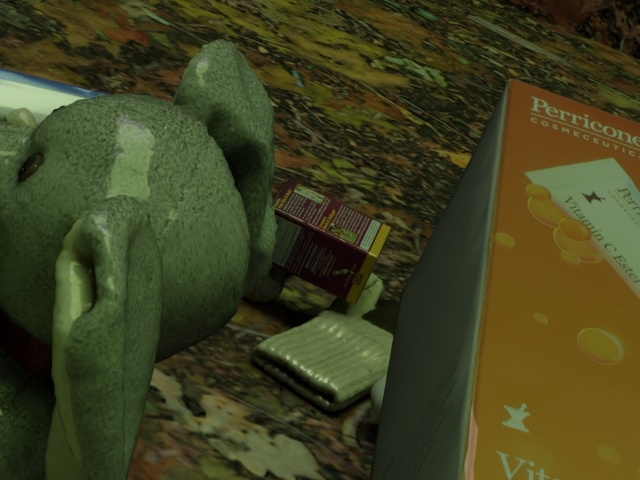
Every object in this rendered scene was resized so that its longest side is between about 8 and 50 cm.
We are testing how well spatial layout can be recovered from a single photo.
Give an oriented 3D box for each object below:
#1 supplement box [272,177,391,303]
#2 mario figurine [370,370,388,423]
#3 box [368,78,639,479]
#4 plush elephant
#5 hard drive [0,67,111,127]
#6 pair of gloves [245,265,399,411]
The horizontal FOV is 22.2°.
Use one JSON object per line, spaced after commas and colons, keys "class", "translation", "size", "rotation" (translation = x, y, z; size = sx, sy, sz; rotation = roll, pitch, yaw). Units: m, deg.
{"class": "supplement box", "translation": [0.000, 0.000, 1.126], "size": [0.083, 0.043, 0.055], "rotation": [26, 28, 2]}
{"class": "mario figurine", "translation": [0.158, 0.132, 1.031], "size": [0.320, 0.170, 0.198], "rotation": [-29, 91, -53]}
{"class": "box", "translation": [0.144, 0.113, 0.766], "size": [0.215, 0.168, 0.345], "rotation": [19, 40, -5]}
{"class": "plush elephant", "translation": [-0.141, 0.028, 0.699], "size": [0.330, 0.255, 0.272], "rotation": [23, 20, -2]}
{"class": "hard drive", "translation": [-0.241, -0.035, 0.855], "size": [0.319, 0.210, 0.040], "rotation": [12, 59, -30]}
{"class": "pair of gloves", "translation": [-0.016, 0.031, 1.152], "size": [0.240, 0.042, 0.204], "rotation": [34, 22, 30]}
